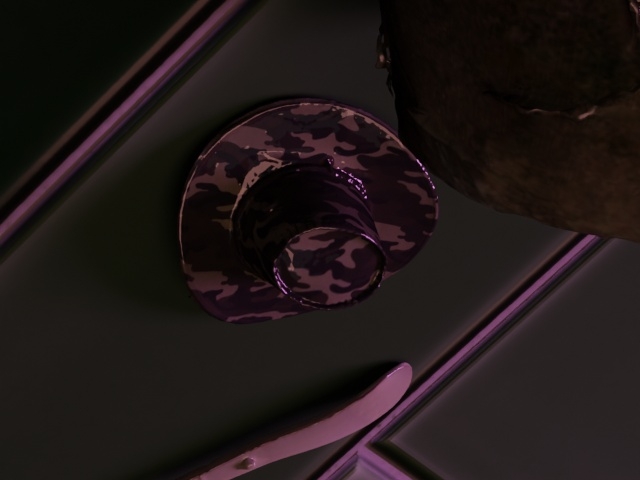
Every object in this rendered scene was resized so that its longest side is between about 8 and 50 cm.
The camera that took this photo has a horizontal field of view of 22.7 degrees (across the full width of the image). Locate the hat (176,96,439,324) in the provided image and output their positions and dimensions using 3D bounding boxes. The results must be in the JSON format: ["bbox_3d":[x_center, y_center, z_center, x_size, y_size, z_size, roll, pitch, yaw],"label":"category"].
[{"bbox_3d":[0.000,0.000,0.658,0.121,0.050,0.121,-13,127,-18],"label":"hat"}]

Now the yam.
[{"bbox_3d":[0.112,-0.174,0.472,0.241,0.241,0.348,-16,131,-12],"label":"yam"}]

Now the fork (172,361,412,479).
[{"bbox_3d":[-0.056,0.106,0.731,0.219,0.028,0.034,-27,122,-8],"label":"fork"}]
